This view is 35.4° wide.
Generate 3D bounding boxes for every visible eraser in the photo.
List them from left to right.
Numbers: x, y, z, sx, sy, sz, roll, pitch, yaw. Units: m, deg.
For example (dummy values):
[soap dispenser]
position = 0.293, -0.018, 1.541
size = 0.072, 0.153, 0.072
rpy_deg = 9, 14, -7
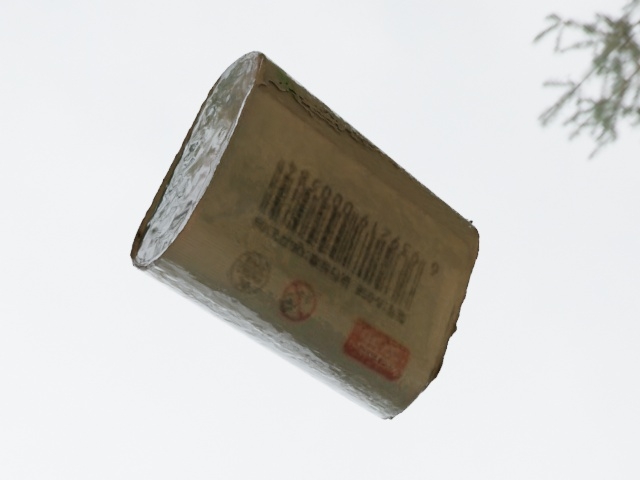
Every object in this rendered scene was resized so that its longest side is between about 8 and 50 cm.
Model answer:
[eraser]
position = 0.000, 0.000, 0.708
size = 0.227, 0.081, 0.174
rpy_deg = 35, -116, -28
